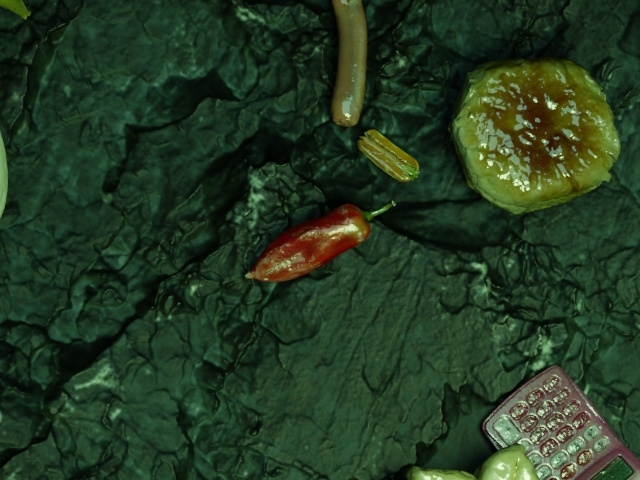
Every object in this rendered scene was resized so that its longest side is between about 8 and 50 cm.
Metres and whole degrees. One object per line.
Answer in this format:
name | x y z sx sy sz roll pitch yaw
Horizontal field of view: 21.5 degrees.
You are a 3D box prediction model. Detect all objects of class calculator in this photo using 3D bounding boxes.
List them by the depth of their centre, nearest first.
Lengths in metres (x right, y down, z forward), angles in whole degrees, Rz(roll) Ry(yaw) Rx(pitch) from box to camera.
calculator | 0.284 0.248 1.932 0.127 0.034 0.190 -37 80 -12

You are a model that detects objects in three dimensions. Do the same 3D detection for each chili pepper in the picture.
chili pepper | 0.000 0.000 1.933 0.191 0.050 0.059 -26 121 -1

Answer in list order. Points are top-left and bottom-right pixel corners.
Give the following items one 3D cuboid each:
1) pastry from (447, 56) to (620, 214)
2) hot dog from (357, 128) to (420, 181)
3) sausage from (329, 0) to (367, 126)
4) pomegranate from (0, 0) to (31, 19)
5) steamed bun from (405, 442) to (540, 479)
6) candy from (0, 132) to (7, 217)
pastry | 0.246 -0.128 1.971 0.192 0.093 0.182 -15 84 -12
hot dog | 0.080 -0.098 1.980 0.083 0.021 0.037 40 66 3
sausage | 0.032 -0.220 1.988 0.047 0.040 0.176 2 78 -1
pomegranate | -0.405 -0.340 1.862 0.221 0.221 0.256 -33 68 -13
steamed bun | 0.188 0.370 1.843 0.292 0.137 0.295 -40 78 -9
candy | -0.548 -0.092 1.808 0.427 0.186 0.386 21 75 -2
